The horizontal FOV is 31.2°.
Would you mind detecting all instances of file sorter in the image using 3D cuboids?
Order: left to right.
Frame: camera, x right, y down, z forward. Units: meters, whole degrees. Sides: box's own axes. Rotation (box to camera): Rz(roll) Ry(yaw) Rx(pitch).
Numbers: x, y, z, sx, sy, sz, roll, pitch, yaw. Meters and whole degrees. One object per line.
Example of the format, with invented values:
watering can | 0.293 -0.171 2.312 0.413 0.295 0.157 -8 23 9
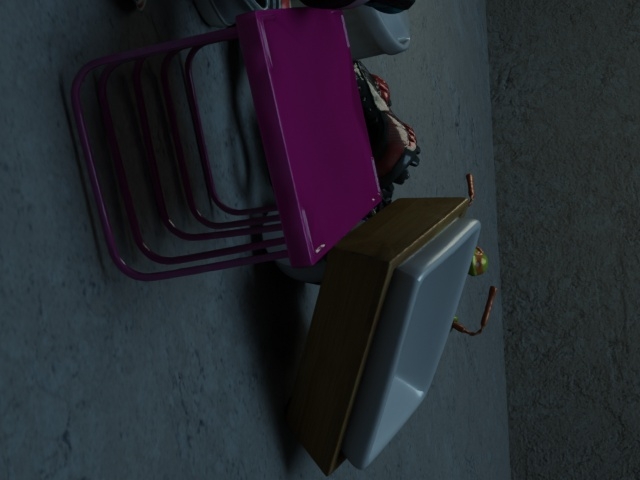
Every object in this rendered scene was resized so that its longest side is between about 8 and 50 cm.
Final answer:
file sorter | -0.077 -0.094 1.043 0.290 0.182 0.202 -41 121 -71

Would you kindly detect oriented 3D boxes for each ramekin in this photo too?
ramekin | 0.012 -0.355 1.498 0.273 0.127 0.273 -19 90 -74

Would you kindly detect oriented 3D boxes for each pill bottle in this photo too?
pill bottle | 0.000 0.000 1.379 0.193 0.108 0.108 20 63 -71

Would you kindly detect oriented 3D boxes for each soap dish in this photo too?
soap dish | 0.070 0.100 1.333 0.229 0.118 0.291 -36 146 -56

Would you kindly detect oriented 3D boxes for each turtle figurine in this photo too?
turtle figurine | 0.155 0.034 1.682 0.087 0.217 0.270 56 30 -55

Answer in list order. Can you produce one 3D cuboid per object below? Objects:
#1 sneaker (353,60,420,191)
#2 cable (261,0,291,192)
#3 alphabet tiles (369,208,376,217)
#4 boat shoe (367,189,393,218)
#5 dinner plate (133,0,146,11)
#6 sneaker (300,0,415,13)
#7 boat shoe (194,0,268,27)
sneaker | 0.049 -0.169 1.559 0.135 0.097 0.276 37 19 -32
cable | -0.043 -0.199 1.313 0.139 0.072 0.287 117 -38 -62
alphabet tiles | 0.017 -0.114 1.440 0.198 0.009 0.237 59 2 4
boat shoe | 0.058 -0.075 1.629 0.285 0.092 0.103 -73 151 -54
dinner plate | -0.168 -0.284 1.060 0.141 0.017 0.141 -175 -90 -89
sneaker | 0.048 -0.270 1.078 0.295 0.178 0.124 -133 -132 -60
boat shoe | -0.114 -0.327 1.202 0.079 0.081 0.228 -82 157 -43
